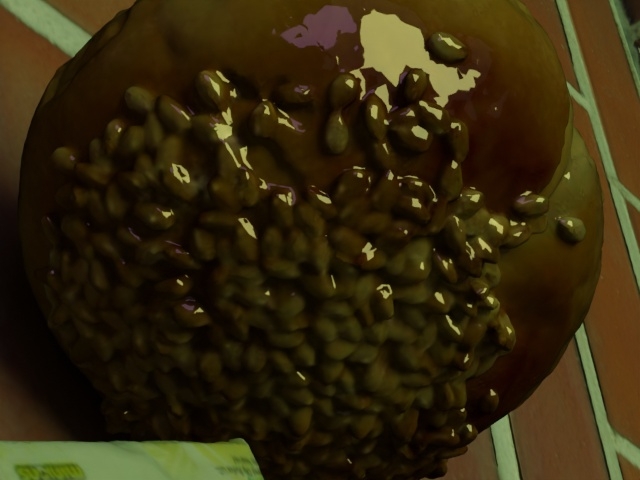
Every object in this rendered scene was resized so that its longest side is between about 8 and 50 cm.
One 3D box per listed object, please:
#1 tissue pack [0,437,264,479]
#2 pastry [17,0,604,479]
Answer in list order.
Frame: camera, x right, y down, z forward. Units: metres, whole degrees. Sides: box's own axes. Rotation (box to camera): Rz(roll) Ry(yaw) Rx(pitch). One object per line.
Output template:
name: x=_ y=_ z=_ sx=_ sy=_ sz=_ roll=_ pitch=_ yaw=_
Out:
tissue pack: x=-0.075 y=0.289 z=0.712 sx=0.287 sy=0.162 sz=0.388 roll=16 pitch=48 yaw=-64
pastry: x=0.000 y=0.000 z=1.031 sx=0.409 sy=0.409 sz=0.245 roll=40 pitch=20 yaw=-30
